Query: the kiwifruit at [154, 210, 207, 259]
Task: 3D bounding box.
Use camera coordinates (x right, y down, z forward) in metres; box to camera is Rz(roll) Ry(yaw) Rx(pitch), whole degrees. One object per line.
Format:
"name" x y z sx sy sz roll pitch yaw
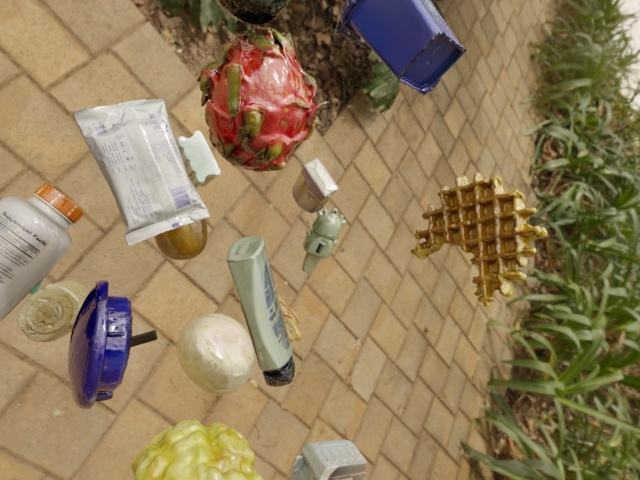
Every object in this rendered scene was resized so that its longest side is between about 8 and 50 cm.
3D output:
"kiwifruit" -0.501 -0.048 1.563 0.196 0.195 0.234 -26 117 -43

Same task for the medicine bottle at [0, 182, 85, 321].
"medicine bottle" -0.610 0.021 0.861 0.157 0.157 0.289 48 67 -29

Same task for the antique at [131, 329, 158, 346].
"antique" -0.583 0.308 1.302 0.191 0.015 0.031 -15 113 -8

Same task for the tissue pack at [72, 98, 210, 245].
"tissue pack" -0.250 -0.104 0.624 0.122 0.026 0.193 -23 97 -24

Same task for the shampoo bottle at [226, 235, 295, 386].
"shampoo bottle" -0.127 0.177 0.975 0.134 0.078 0.360 -84 165 -63

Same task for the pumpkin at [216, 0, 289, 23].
"pumpkin" -0.128 -0.492 0.810 0.167 0.125 0.167 12 69 -34

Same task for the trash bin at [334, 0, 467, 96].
"trash bin" 0.159 -0.419 0.882 0.162 0.184 0.235 0 55 -47

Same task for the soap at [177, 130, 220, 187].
"soap" -0.443 -0.267 1.526 0.087 0.265 0.160 -29 100 -23

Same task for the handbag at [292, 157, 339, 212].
"handbag" -0.019 -0.153 1.274 0.095 0.173 0.117 -29 83 -25

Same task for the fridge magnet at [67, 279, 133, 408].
"fridge magnet" -0.468 0.216 0.927 0.112 0.265 0.266 9 78 -30

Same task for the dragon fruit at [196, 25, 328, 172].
"dragon fruit" -0.133 -0.297 0.945 0.231 0.237 0.303 -15 117 -35

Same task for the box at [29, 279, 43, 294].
"box" -1.027 0.038 1.372 0.311 0.205 0.118 21 41 -30

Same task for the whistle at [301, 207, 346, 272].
"whistle" 0.000 0.000 1.401 0.110 0.245 0.092 17 27 -15

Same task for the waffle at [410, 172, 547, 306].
"waffle" 0.355 -0.017 0.990 0.069 0.293 0.260 10 114 -41

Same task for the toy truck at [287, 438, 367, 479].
"toy truck" 0.052 0.375 0.588 0.107 0.256 0.140 10 103 -31

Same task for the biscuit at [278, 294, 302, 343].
"biscuit" -0.111 0.258 1.410 0.030 0.234 0.153 -42 99 7

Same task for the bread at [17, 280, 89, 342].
"bread" -0.688 0.184 1.147 0.134 0.141 0.148 40 80 -12

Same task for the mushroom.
"mushroom" -0.323 0.343 1.313 0.246 0.202 0.246 43 26 -27

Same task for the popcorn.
"popcorn" -0.133 0.321 0.448 0.194 0.255 0.257 2 95 -7
